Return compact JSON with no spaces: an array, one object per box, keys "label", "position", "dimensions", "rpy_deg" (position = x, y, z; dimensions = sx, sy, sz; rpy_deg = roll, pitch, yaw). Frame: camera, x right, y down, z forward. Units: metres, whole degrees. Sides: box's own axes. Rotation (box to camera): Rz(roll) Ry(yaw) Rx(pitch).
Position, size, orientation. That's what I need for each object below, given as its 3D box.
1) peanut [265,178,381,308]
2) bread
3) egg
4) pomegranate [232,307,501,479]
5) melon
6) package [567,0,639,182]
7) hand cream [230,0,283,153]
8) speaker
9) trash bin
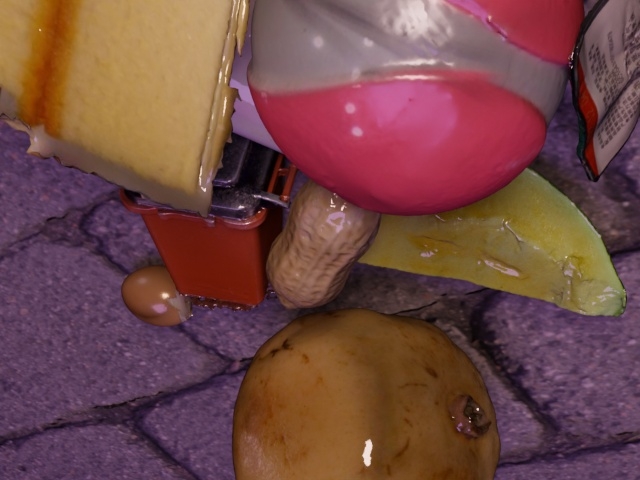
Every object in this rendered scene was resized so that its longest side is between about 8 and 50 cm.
[{"label":"peanut","position":[0.000,0.000,1.169],"dimensions":[0.090,0.098,0.214],"rpy_deg":[14,141,-15]},{"label":"bread","position":[-0.169,-0.268,0.859],"dimensions":[0.346,0.242,0.405],"rpy_deg":[11,128,-34]},{"label":"egg","position":[-0.213,0.072,1.499],"dimensions":[0.097,0.080,0.080],"rpy_deg":[2,137,13]},{"label":"pomegranate","position":[0.057,0.240,1.404],"dimensions":[0.333,0.332,0.332],"rpy_deg":[10,139,9]},{"label":"melon","position":[0.177,-0.008,1.245],"dimensions":[0.324,0.124,0.196],"rpy_deg":[19,141,-8]},{"label":"package","position":[0.268,-0.177,0.967],"dimensions":[0.040,0.232,0.166],"rpy_deg":[23,154,35]},{"label":"hand cream","position":[-0.103,-0.189,1.150],"dimensions":[0.359,0.118,0.185],"rpy_deg":[25,116,-7]},{"label":"speaker","position":[0.073,-0.160,0.970],"dimensions":[0.294,0.294,0.294],"rpy_deg":[10,139,9]},{"label":"trash bin","position":[-0.102,-0.036,1.295],"dimensions":[0.185,0.161,0.238],"rpy_deg":[8,146,11]}]
